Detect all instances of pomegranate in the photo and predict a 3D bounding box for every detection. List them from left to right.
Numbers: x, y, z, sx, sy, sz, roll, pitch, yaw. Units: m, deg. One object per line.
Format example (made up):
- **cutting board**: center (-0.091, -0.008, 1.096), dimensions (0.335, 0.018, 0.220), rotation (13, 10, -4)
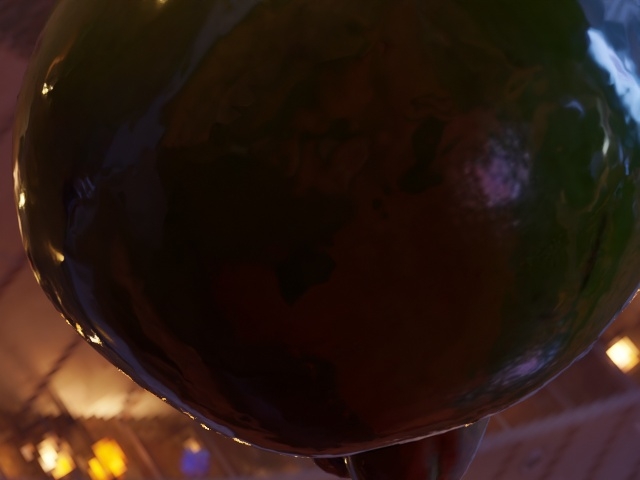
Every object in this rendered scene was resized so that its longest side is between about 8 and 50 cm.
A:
- **pomegranate**: center (-0.010, -0.011, 0.562), dimensions (0.159, 0.190, 0.241), rotation (-44, -7, -28)
